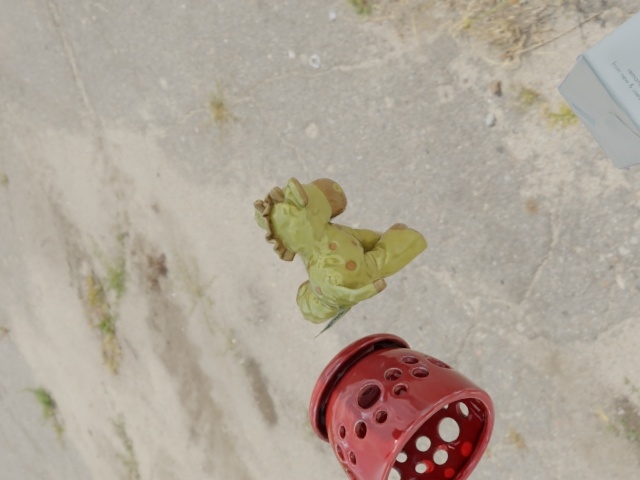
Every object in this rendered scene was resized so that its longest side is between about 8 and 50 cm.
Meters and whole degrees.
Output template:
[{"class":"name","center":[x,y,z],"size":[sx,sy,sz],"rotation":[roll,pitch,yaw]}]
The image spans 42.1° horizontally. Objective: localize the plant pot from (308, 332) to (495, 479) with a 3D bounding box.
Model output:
[{"class":"plant pot","center":[0.092,0.219,1.036],"size":[0.174,0.191,0.191],"rotation":[38,134,41]}]

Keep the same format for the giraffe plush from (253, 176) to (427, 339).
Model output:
[{"class":"giraffe plush","center":[0.000,0.000,1.014],"size":[0.181,0.210,0.170],"rotation":[-35,91,32]}]

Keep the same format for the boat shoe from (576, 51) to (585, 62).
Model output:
[{"class":"boat shoe","center":[0.328,-0.156,0.807],"size":[0.258,0.109,0.089],"rotation":[-142,40,-79]}]

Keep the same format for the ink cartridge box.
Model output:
[{"class":"ink cartridge box","center":[0.269,-0.145,0.509],"size":[0.231,0.134,0.078],"rotation":[-37,85,8]}]
